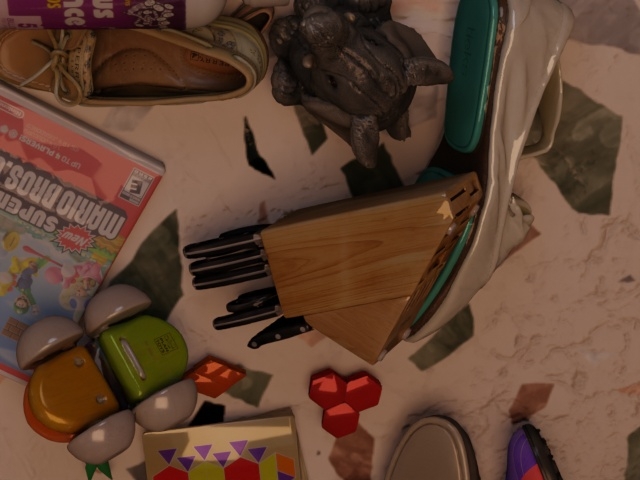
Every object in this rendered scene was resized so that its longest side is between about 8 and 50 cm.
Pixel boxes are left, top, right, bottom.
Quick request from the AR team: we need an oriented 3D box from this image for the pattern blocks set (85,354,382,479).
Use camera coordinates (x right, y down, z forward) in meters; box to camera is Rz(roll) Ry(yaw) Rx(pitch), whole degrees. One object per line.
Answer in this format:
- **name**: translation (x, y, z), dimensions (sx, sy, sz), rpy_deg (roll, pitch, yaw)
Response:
- **pattern blocks set**: translation (-0.100, 0.259, 2.108), dimensions (0.325, 0.026, 0.285), rpy_deg (1, 110, -7)

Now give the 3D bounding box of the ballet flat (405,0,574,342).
- **ballet flat**: translation (0.175, -0.074, 1.975), dimensions (0.139, 0.139, 0.400), rpy_deg (11, 108, -10)

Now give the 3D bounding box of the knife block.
- **knife block**: translation (0.000, 0.000, 1.934), dimensions (0.242, 0.088, 0.275), rpy_deg (33, 118, 11)

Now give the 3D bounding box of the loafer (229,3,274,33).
- **loafer**: translation (-0.093, -0.195, 1.934), dimensions (0.045, 0.039, 0.125), rpy_deg (37, 102, -19)

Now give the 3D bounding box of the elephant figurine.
- **elephant figurine**: translation (0.039, -0.156, 1.852), dimensions (0.186, 0.239, 0.169), rpy_deg (2, 107, -15)

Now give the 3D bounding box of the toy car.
- **toy car**: translation (-0.227, 0.147, 1.996), dimensions (0.182, 0.136, 0.159), rpy_deg (-26, 80, -25)

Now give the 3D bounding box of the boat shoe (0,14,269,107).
- **boat shoe**: translation (-0.197, -0.183, 1.884), dimensions (0.285, 0.089, 0.104), rpy_deg (1, 111, 6)

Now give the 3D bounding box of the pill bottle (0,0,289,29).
- **pill bottle**: translation (-0.179, -0.283, 1.805), dimensions (0.302, 0.169, 0.169), rpy_deg (-1, 110, -3)

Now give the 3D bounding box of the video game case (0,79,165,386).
- **video game case**: translation (-0.317, -0.003, 1.987), dimensions (0.204, 0.025, 0.285), rpy_deg (27, 105, -15)

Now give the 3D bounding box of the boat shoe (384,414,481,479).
- **boat shoe**: translation (0.134, 0.342, 2.145), dimensions (0.112, 0.095, 0.335), rpy_deg (10, 109, 28)

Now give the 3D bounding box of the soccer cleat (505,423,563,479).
- **soccer cleat**: translation (0.235, 0.356, 2.146), dimensions (0.116, 0.108, 0.318), rpy_deg (-12, 114, 2)
